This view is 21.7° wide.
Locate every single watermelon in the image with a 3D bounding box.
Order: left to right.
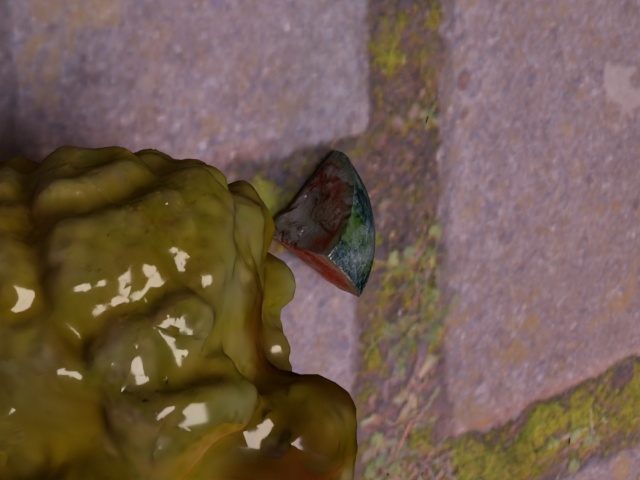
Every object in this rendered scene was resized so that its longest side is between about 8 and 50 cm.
[{"bbox_3d":[0.000,0.000,0.921,0.061,0.085,0.085,4,109,0],"label":"watermelon"}]

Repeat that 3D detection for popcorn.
[{"bbox_3d":[-0.100,0.088,0.736,0.206,0.237,0.251,-6,79,-52],"label":"popcorn"}]
